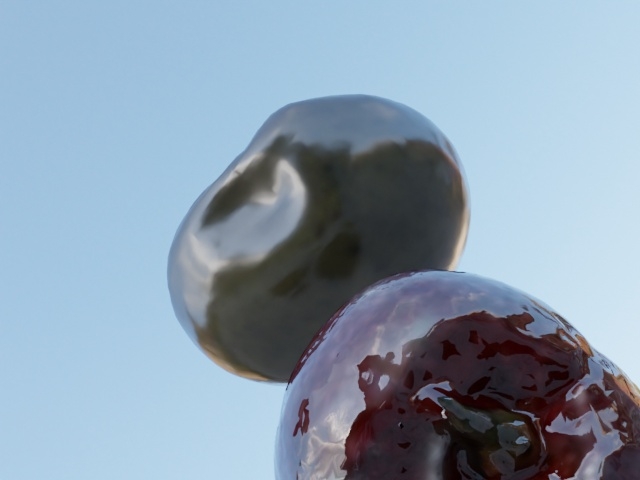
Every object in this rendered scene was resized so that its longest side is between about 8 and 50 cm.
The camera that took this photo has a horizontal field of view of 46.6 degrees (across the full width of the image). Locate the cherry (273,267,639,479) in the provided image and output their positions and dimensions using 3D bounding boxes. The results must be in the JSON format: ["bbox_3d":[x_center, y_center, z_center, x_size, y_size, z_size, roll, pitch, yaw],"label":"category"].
[{"bbox_3d":[0.084,0.138,0.438,0.203,0.230,0.300,-55,-15,-14],"label":"cherry"}]

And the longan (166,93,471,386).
[{"bbox_3d":[0.000,0.000,0.812,0.350,0.288,0.288,-42,-41,1],"label":"longan"}]
